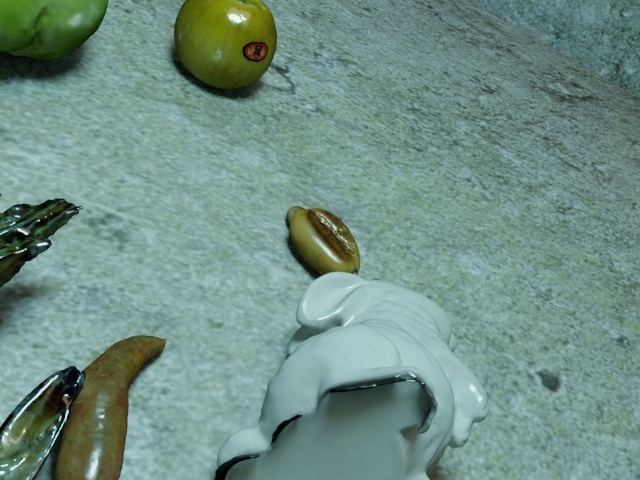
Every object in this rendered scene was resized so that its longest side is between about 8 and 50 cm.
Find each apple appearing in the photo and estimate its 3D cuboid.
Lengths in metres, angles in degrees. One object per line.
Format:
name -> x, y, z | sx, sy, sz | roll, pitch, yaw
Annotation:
apple -> -0.152, -0.337, 1.251 | 0.182, 0.155, 0.182 | 18, 38, -14

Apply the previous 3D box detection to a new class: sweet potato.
sweet potato -> -0.200, 0.162, 0.706 | 0.078, 0.058, 0.255 | 37, 30, -22

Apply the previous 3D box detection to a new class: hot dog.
hot dog -> -0.001, 0.001, 1.046 | 0.140, 0.060, 0.090 | 51, 35, 14

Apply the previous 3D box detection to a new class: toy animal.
toy animal -> 0.047, 0.147, 0.824 | 0.258, 0.194, 0.357 | 6, 20, 5

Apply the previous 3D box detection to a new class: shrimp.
shrimp -> -0.299, 0.103, 0.640 | 0.233, 0.071, 0.365 | 36, 51, 2

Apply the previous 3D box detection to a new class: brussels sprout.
brussels sprout -> -0.423, -0.374, 1.046 | 0.273, 0.243, 0.316 | -9, 42, -11

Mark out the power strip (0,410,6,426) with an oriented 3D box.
power strip -> -0.331, 0.123, 0.677 | 0.047, 0.030, 0.191 | -17, 58, -46
